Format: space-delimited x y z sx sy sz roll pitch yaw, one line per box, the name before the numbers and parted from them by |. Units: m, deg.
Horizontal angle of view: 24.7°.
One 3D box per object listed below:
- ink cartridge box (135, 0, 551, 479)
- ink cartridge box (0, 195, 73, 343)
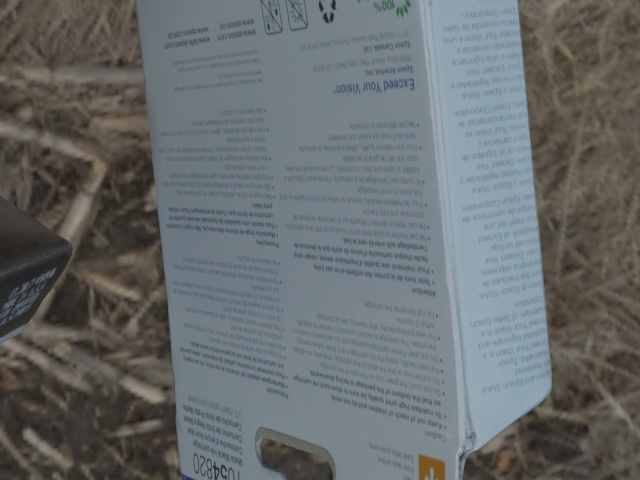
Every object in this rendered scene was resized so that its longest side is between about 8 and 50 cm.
ink cartridge box | 0.000 0.000 0.551 0.045 0.223 0.224 -7 97 -30
ink cartridge box | -0.269 -0.041 0.531 0.307 0.303 0.072 35 101 1
